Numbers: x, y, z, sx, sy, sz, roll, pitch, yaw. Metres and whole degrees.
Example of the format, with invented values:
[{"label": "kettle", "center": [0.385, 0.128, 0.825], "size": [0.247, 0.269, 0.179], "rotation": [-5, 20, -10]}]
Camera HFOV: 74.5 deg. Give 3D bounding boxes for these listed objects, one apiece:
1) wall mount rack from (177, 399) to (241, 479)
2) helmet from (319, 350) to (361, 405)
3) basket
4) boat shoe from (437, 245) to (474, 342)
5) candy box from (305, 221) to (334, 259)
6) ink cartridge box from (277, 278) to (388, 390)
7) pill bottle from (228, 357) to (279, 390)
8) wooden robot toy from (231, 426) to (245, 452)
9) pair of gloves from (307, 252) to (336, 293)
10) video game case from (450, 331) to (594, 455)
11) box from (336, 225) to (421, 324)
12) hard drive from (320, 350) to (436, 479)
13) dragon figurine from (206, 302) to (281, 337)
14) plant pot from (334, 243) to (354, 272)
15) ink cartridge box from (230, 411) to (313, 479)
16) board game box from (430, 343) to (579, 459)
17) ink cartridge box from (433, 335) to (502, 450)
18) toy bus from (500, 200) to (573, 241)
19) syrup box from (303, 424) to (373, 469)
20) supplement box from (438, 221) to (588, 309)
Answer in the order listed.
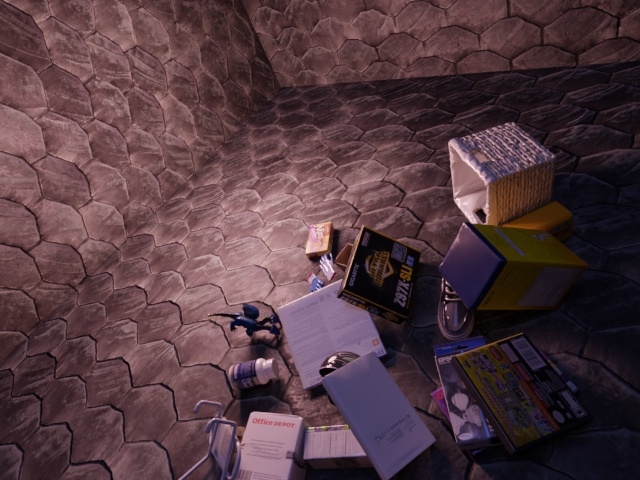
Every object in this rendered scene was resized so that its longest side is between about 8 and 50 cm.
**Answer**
[{"label": "wall mount rack", "center": [-0.366, 0.685, 1.319], "size": [0.350, 0.131, 0.303], "rotation": [-9, 65, 64]}, {"label": "helmet", "center": [0.085, 0.442, 1.370], "size": [0.170, 0.169, 0.161], "rotation": [-19, 61, 10]}, {"label": "basket", "center": [0.690, -0.222, 1.626], "size": [0.267, 0.331, 0.328], "rotation": [-18, 41, 2]}, {"label": "boat shoe", "center": [0.463, 0.170, 1.456], "size": [0.127, 0.158, 0.340], "rotation": [-5, 45, 25]}, {"label": "candy box", "center": [0.000, 0.000, 1.969], "size": [0.109, 0.053, 0.186], "rotation": [-10, 45, 20]}, {"label": "ink cartridge box", "center": [0.038, 0.337, 1.554], "size": [0.325, 0.071, 0.329], "rotation": [-24, 63, 4]}, {"label": "pill bottle", "center": [-0.243, 0.490, 1.555], "size": [0.170, 0.094, 0.094], "rotation": [-18, 41, 12]}, {"label": "wooden robot toy", "center": [-0.277, 0.671, 1.398], "size": [0.173, 0.079, 0.076], "rotation": [-60, 26, 24]}, {"label": "pair of gloves", "center": [0.002, 0.146, 1.764], "size": [0.198, 0.023, 0.159], "rotation": [-58, 29, 18]}, {"label": "video game case", "center": [0.532, 0.398, 1.135], "size": [0.249, 0.035, 0.274], "rotation": [-13, 46, -15]}, {"label": "box", "center": [0.227, 0.124, 1.586], "size": [0.257, 0.079, 0.321], "rotation": [26, 51, -4]}, {"label": "hard drive", "center": [0.166, 0.492, 1.219], "size": [0.203, 0.040, 0.307], "rotation": [-17, 58, -35]}, {"label": "dragon figurine", "center": [-0.298, 0.312, 1.691], "size": [0.144, 0.289, 0.085], "rotation": [-47, 22, 41]}, {"label": "plant pot", "center": [0.142, 0.094, 1.758], "size": [0.109, 0.096, 0.109], "rotation": [16, 57, 40]}, {"label": "ink cartridge box", "center": [-0.150, 0.685, 1.284], "size": [0.199, 0.114, 0.272], "rotation": [-5, 46, 24]}, {"label": "board game box", "center": [0.526, 0.447, 1.222], "size": [0.347, 0.056, 0.208], "rotation": [-30, 44, -3]}, {"label": "ink cartridge box", "center": [0.436, 0.417, 1.220], "size": [0.166, 0.065, 0.332], "rotation": [-17, 40, 12]}, {"label": "toy bus", "center": [0.724, -0.005, 1.518], "size": [0.333, 0.130, 0.108], "rotation": [-26, 40, 2]}, {"label": "syrup box", "center": [0.077, 0.613, 1.253], "size": [0.237, 0.093, 0.096], "rotation": [-13, 42, 17]}, {"label": "supplement box", "center": [0.593, 0.084, 1.316], "size": [0.357, 0.194, 0.195], "rotation": [4, 34, -23]}]
